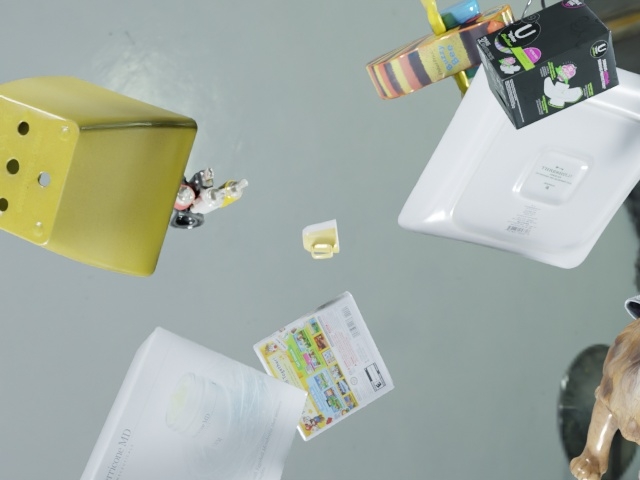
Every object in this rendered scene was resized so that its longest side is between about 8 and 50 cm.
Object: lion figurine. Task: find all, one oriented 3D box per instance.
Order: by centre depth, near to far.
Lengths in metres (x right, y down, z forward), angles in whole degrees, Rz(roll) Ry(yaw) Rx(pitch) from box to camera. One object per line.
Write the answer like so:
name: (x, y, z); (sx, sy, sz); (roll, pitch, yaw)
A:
lion figurine: (0.367, 0.117, 0.900); (0.392, 0.142, 0.240); (-46, 150, -62)

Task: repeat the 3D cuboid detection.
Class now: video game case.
video game case: (0.011, 0.239, 1.638); (0.206, 0.026, 0.227); (-30, 112, -10)

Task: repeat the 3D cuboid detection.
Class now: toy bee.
toy bee: (0.192, -0.270, 1.132); (0.195, 0.298, 0.162); (42, 21, -9)

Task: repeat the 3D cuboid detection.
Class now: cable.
cable: (-0.224, -0.050, 1.430); (0.139, 0.287, 0.072); (-8, 75, -24)

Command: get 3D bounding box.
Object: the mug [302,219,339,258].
mug: (0.000, -0.004, 1.597); (0.064, 0.078, 0.062); (-5, 100, 3)

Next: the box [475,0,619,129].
box: (0.169, -0.134, 0.647); (0.062, 0.083, 0.052); (-106, 171, -46)

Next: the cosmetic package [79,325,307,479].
cosmetic package: (-0.168, 0.267, 1.127); (0.224, 0.138, 0.224); (25, 62, -11)

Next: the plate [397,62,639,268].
plate: (0.269, -0.084, 1.023); (0.277, 0.278, 0.045); (12, 35, -22)

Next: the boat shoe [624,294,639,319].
boat shoe: (0.605, 0.147, 1.521); (0.063, 0.184, 0.066); (-3, 120, -15)

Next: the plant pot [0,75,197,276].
plant pot: (-0.307, -0.083, 1.039); (0.187, 0.212, 0.212); (-4, 114, -70)
